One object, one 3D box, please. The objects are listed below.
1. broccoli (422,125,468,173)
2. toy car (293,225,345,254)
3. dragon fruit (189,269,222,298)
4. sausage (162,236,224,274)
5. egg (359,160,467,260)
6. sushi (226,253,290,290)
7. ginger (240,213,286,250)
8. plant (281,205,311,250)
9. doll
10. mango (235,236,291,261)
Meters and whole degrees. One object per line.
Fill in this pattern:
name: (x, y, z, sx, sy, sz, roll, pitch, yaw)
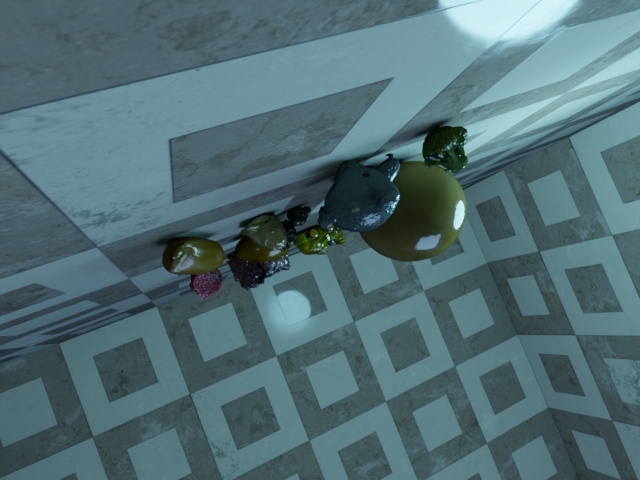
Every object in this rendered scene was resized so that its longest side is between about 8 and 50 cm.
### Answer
broccoli: (0.307, -0.220, 1.214, 0.130, 0.120, 0.131, -36, 175, -3)
toy car: (0.000, 0.000, 2.412, 0.248, 0.142, 0.200, -23, 176, -13)
dragon fruit: (-0.525, 0.165, 2.211, 0.153, 0.152, 0.111, -19, -152, -40)
sausage: (-0.349, 0.042, 1.341, 0.112, 0.112, 0.328, -22, 176, 5)
egg: (0.264, -0.083, 1.519, 0.301, 0.300, 0.374, -20, 177, -32)
sushi: (-0.250, 0.096, 2.165, 0.270, 0.170, 0.237, -31, 171, 37)
ginger: (-0.163, -0.018, 1.534, 0.115, 0.122, 0.193, -42, -176, -6)
plant: (-0.096, -0.042, 1.591, 0.174, 0.087, 0.085, -54, 155, 14)
doll: (0.084, -0.134, 1.248, 0.246, 0.158, 0.340, -29, -157, 17)
mango: (-0.196, 0.014, 1.724, 0.152, 0.120, 0.221, -14, 178, -44)
